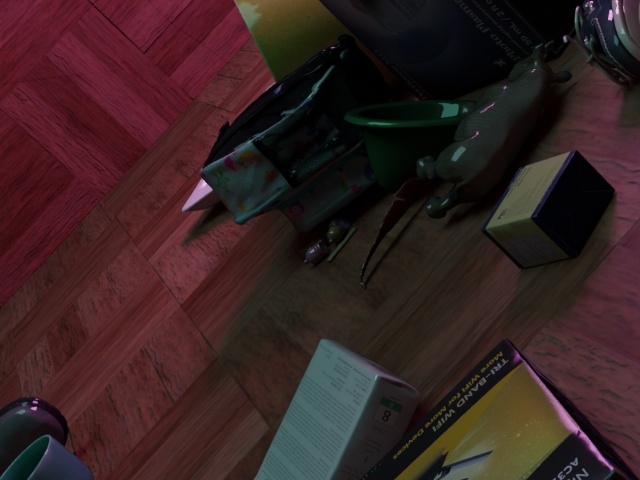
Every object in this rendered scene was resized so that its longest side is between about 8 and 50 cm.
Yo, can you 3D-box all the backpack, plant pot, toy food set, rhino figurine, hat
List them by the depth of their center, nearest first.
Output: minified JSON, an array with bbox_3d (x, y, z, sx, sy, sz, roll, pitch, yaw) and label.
[{"bbox_3d":[0.196,-0.131,1.502,0.243,0.073,0.106,-53,13,-24],"label":"rhino figurine"},{"bbox_3d":[0.110,-0.064,1.647,0.208,0.183,0.173,-8,14,-19],"label":"hat"},{"bbox_3d":[0.000,0.000,1.775,0.078,0.019,0.122,-51,17,-14],"label":"toy food set"},{"bbox_3d":[-0.026,-0.123,1.818,0.253,0.191,0.225,-29,13,22],"label":"backpack"},{"bbox_3d":[0.055,-0.319,2.031,0.293,0.275,0.275,-27,18,2],"label":"plant pot"}]

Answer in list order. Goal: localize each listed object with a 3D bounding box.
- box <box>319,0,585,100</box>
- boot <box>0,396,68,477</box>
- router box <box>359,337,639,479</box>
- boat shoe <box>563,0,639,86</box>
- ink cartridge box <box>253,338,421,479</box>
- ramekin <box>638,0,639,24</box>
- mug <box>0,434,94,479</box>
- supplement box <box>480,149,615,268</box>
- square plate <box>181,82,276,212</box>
[{"bbox_3d":[0.152,-0.349,1.732,0.183,0.296,0.294,-54,17,-23],"label":"box"},{"bbox_3d":[-0.470,0.390,1.912,0.338,0.118,0.223,-52,16,22],"label":"boot"},{"bbox_3d":[0.073,0.233,0.932,0.309,0.081,0.243,-46,16,4],"label":"router box"},{"bbox_3d":[0.297,-0.209,1.390,0.079,0.095,0.254,-38,17,23],"label":"boat shoe"},{"bbox_3d":[-0.002,0.212,1.268,0.224,0.056,0.181,-66,17,0],"label":"ink cartridge box"},{"bbox_3d":[0.402,-0.206,1.025,0.303,0.148,0.303,-42,17,16],"label":"ramekin"},{"bbox_3d":[-0.344,0.317,1.751,0.129,0.097,0.158,-39,17,28],"label":"mug"},{"bbox_3d":[0.206,-0.027,1.257,0.083,0.056,0.083,-55,18,-26],"label":"supplement box"},{"bbox_3d":[-0.059,-0.204,2.354,0.344,0.049,0.347,-26,26,49],"label":"square plate"}]
